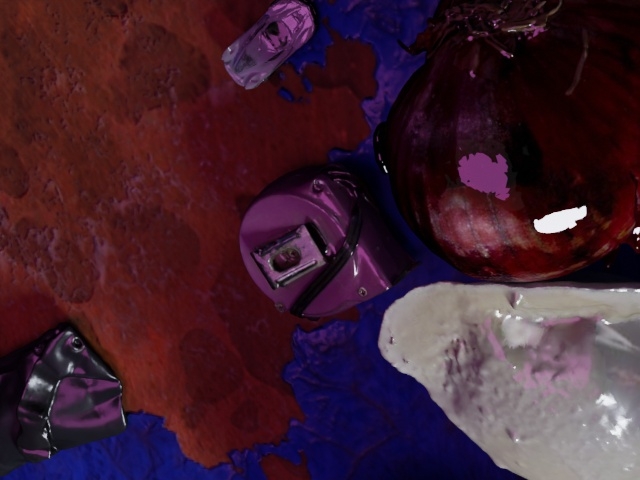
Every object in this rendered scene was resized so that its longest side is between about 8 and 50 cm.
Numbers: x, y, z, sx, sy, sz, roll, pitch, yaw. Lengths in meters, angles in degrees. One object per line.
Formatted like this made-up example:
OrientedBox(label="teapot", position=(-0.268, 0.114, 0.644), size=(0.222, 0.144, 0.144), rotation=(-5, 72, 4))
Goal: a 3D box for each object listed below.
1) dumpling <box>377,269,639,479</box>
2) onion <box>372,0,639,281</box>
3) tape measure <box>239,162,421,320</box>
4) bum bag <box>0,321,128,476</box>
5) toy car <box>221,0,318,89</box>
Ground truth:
OrientedBox(label="dumpling", position=(0.192, 0.088, 1.255), size=(0.227, 0.243, 0.175), rotation=(-42, 65, 51))
OrientedBox(label="onion", position=(0.155, -0.090, 1.154), size=(0.221, 0.281, 0.281), rotation=(11, 119, 36))
OrientedBox(label="tape measure", position=(0.000, 0.000, 1.408), size=(0.125, 0.074, 0.118), rotation=(-31, 96, 35))
OrientedBox(label="bum bag", position=(-0.291, 0.160, 1.663), size=(0.248, 0.060, 0.123), rotation=(-23, 101, 35))
OrientedBox(label="toy car", position=(-0.039, -0.154, 1.382), size=(0.041, 0.025, 0.093), rotation=(48, 128, -2))
